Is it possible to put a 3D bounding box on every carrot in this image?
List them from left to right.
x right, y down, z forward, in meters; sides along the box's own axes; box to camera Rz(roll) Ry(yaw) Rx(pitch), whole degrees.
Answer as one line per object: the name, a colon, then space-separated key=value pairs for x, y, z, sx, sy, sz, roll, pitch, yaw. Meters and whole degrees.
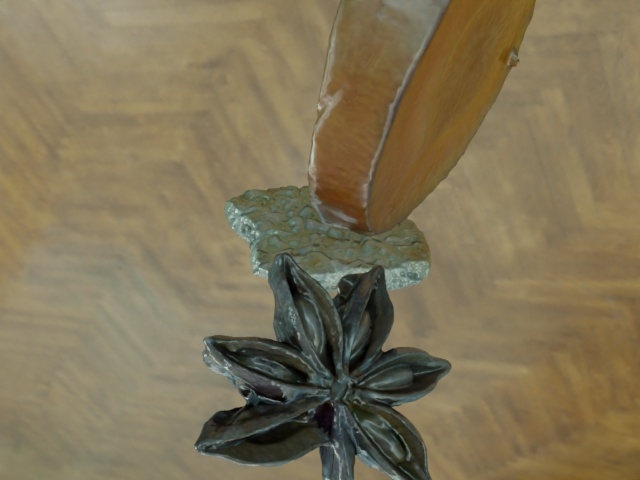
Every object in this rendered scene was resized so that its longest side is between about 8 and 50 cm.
carrot: x=0.080 y=-0.146 z=0.824 sx=0.100 sy=0.307 sz=0.258 roll=22 pitch=177 yaw=17

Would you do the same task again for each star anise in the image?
star anise: x=0.008 y=0.101 z=0.847 sx=0.212 sy=0.197 sz=0.073 roll=30 pitch=155 yaw=-18

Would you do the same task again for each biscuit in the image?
biscuit: x=0.000 y=0.000 z=1.241 sx=0.265 sy=0.188 sz=0.040 roll=21 pitch=131 yaw=31
